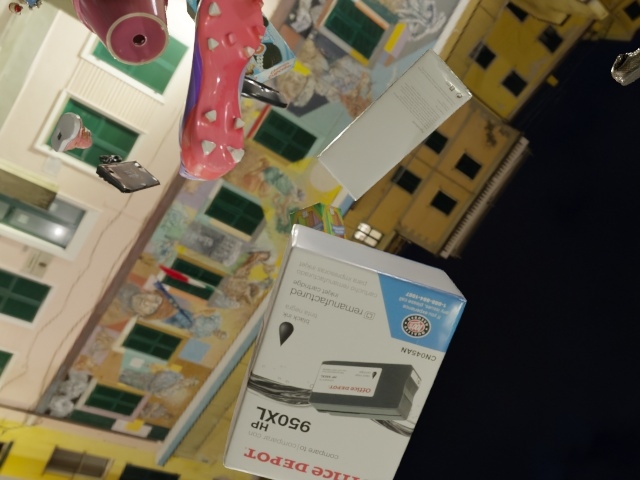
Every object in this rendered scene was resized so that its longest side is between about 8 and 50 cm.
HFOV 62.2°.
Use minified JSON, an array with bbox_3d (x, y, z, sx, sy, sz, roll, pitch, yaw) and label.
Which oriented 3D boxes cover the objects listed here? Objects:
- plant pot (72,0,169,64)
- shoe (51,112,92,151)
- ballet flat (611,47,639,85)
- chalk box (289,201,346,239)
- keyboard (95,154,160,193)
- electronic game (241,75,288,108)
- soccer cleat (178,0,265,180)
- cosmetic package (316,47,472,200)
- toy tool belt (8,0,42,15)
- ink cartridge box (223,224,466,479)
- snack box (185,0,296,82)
[{"bbox_3d":[-0.409,-0.482,1.126,0.201,0.201,0.180,-44,-121,30],"label":"plant pot"},{"bbox_3d":[-0.637,-0.284,1.386,0.178,0.081,0.063,-24,-92,47],"label":"shoe"},{"bbox_3d":[0.730,-0.419,1.126,0.250,0.084,0.058,-33,-114,5],"label":"ballet flat"},{"bbox_3d":[0.000,0.000,1.765,0.132,0.132,0.213,-19,-106,31],"label":"chalk box"},{"bbox_3d":[-0.414,-0.142,1.124,0.023,0.108,0.180,-47,-175,11],"label":"keyboard"},{"bbox_3d":[-0.190,-0.385,1.337,0.048,0.229,0.229,-67,-153,16],"label":"electronic game"},{"bbox_3d":[-0.123,-0.189,0.613,0.095,0.083,0.248,-9,-106,49],"label":"soccer cleat"},{"bbox_3d":[0.182,-0.286,1.319,0.365,0.155,0.197,-41,-173,19],"label":"cosmetic package"},{"bbox_3d":[-0.573,-0.481,1.045,0.052,0.051,0.083,62,49,-73],"label":"toy tool belt"},{"bbox_3d":[0.029,0.210,0.901,0.166,0.286,0.394,-94,-159,-76],"label":"ink cartridge box"},{"bbox_3d":[-0.239,-0.617,1.588,0.187,0.322,0.060,-32,170,-20],"label":"snack box"}]
